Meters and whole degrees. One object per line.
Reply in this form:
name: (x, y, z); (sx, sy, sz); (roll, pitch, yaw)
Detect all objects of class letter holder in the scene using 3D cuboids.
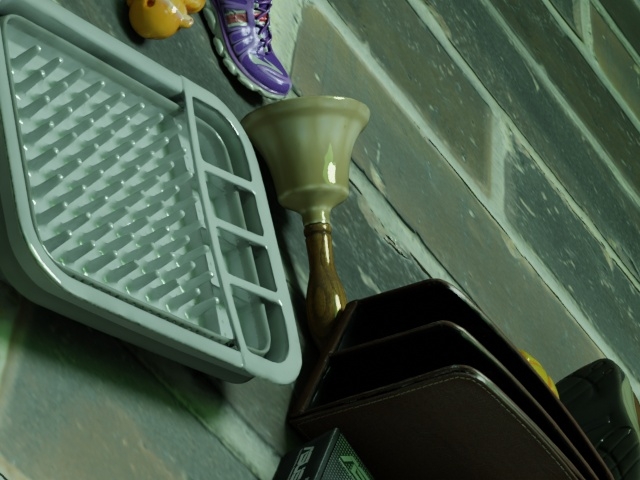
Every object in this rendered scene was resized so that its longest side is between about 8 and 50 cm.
letter holder: (0.161, 0.184, 1.601); (0.302, 0.214, 0.152); (50, 44, -22)

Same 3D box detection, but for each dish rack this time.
dish rack: (-0.156, -0.031, 1.432); (0.333, 0.072, 0.285); (29, 40, -50)

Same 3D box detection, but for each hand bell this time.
hand bell: (0.000, 0.000, 1.699); (0.126, 0.126, 0.242); (19, 59, -56)

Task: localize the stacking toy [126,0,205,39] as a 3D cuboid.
stacking toy: (-0.085, -0.294, 1.720); (0.302, 0.175, 0.166); (-57, 161, -27)

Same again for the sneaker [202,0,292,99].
sneaker: (-0.071, -0.218, 1.802); (0.170, 0.071, 0.068); (63, 24, 3)

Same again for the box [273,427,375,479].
box: (0.043, 0.314, 1.456); (0.270, 0.060, 0.216); (55, 25, -12)

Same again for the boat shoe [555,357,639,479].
boat shoe: (0.323, 0.263, 1.994); (0.120, 0.122, 0.324); (53, 26, -25)

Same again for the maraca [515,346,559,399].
maraca: (0.165, 0.143, 1.847); (0.185, 0.099, 0.127); (39, 23, 14)
